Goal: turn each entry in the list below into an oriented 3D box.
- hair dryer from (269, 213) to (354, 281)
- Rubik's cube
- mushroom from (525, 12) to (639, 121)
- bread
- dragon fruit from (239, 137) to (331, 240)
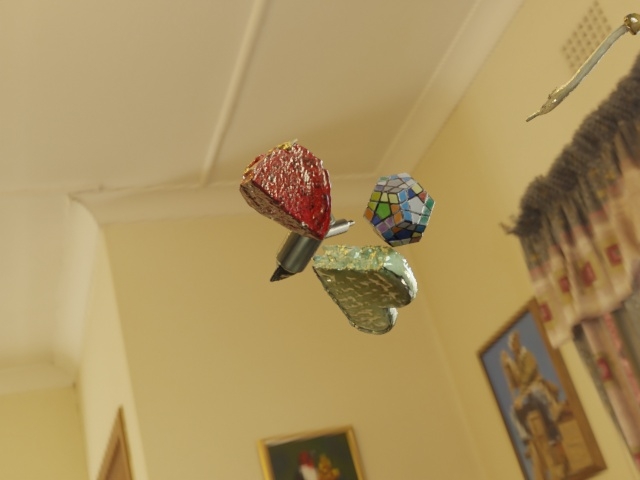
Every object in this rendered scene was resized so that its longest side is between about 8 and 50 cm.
[{"bbox_3d":[0.000,0.000,2.122,0.248,0.078,0.195,-15,-37,-55],"label":"hair dryer"},{"bbox_3d":[0.115,-0.045,1.385,0.111,0.111,0.093,-15,-60,-4],"label":"Rubik's cube"},{"bbox_3d":[0.458,-0.292,1.677,0.068,0.043,0.306,-15,-22,-41],"label":"mushroom"},{"bbox_3d":[0.064,0.065,1.488,0.173,0.064,0.232,27,-31,5],"label":"bread"},{"bbox_3d":[-0.050,-0.080,1.331,0.162,0.106,0.083,37,-25,-33],"label":"dragon fruit"}]
